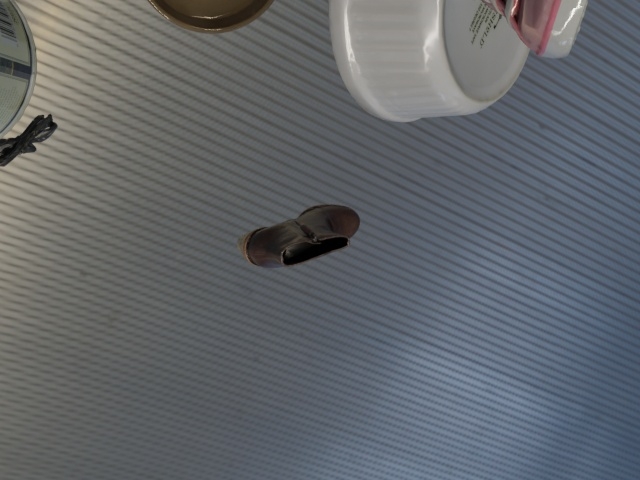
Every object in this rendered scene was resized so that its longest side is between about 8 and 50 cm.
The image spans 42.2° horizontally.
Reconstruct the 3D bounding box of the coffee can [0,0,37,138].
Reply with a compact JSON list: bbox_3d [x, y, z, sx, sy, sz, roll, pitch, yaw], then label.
[{"bbox_3d":[-0.396,-0.173,0.729,0.201,0.275,0.202,0,95,1],"label":"coffee can"}]

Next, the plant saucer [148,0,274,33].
[{"bbox_3d":[-0.191,-0.499,1.424,0.277,0.041,0.278,-6,109,-17],"label":"plant saucer"}]

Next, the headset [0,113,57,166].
[{"bbox_3d":[-0.568,-0.265,1.178,0.394,0.185,0.243,48,141,-5],"label":"headset"}]

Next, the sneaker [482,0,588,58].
[{"bbox_3d":[0.076,-0.122,0.368,0.070,0.134,0.051,8,126,-1],"label":"sneaker"}]

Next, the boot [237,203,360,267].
[{"bbox_3d":[0.000,0.000,1.382,0.248,0.207,0.090,-14,102,-27],"label":"boot"}]

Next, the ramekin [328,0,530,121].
[{"bbox_3d":[0.140,-0.264,0.930,0.272,0.127,0.273,-19,115,-46],"label":"ramekin"}]
